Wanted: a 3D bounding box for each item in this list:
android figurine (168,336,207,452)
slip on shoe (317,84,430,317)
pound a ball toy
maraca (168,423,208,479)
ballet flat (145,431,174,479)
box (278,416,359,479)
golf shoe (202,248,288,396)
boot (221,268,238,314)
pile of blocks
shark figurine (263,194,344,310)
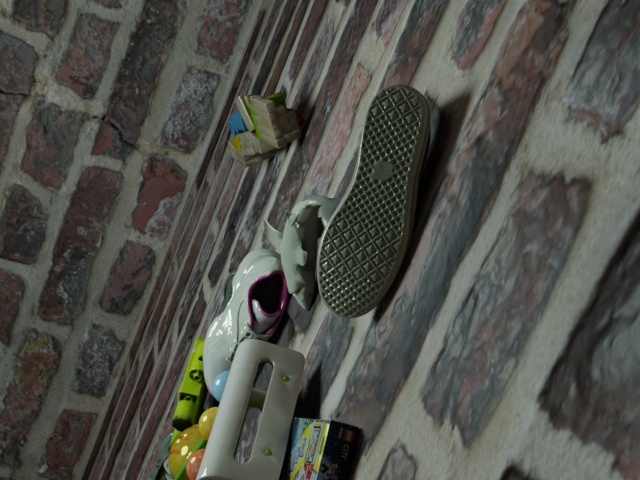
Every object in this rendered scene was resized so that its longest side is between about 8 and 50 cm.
[{"bbox_3d":[-0.263,0.320,2.033,0.273,0.056,0.248,-76,-2,-54],"label":"android figurine"},{"bbox_3d":[0.084,-0.050,1.335,0.101,0.123,0.331,2,-76,-73],"label":"slip on shoe"},{"bbox_3d":[-0.129,0.332,1.444,0.319,0.136,0.208,-75,1,-50],"label":"pound a ball toy"},{"bbox_3d":[-0.234,0.407,1.879,0.127,0.099,0.185,-54,-3,29],"label":"maraca"},{"bbox_3d":[-0.345,0.523,2.196,0.068,0.072,0.213,59,135,34],"label":"ballet flat"},{"bbox_3d":[-0.021,0.360,1.298,0.159,0.044,0.233,155,132,-69],"label":"box"},{"bbox_3d":[-0.140,0.166,1.805,0.140,0.115,0.306,-153,80,-71],"label":"golf shoe"},{"bbox_3d":[-0.178,0.185,1.972,0.208,0.076,0.189,-88,8,-63],"label":"boot"},{"bbox_3d":[-0.124,-0.273,2.215,0.149,0.113,0.362,66,159,-3],"label":"pile of blocks"},{"bbox_3d":[-0.001,-0.027,1.593,0.166,0.116,0.278,59,148,25],"label":"shark figurine"}]
